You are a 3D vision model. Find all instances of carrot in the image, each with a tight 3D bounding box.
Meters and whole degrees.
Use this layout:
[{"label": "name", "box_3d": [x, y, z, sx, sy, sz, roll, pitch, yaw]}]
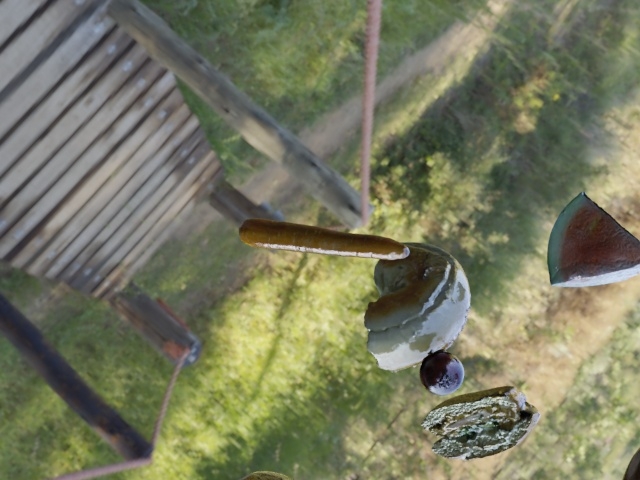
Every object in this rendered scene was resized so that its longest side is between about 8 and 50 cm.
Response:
[{"label": "carrot", "box_3d": [0.000, 0.000, 1.134, 0.043, 0.248, 0.043, 6, 90, -70]}]

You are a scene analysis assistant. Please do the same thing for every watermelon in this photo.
[{"label": "watermelon", "box_3d": [0.558, 0.002, 1.646, 0.136, 0.202, 0.207, -31, 119, -55]}]

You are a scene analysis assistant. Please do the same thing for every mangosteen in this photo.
[{"label": "mangosteen", "box_3d": [0.213, 0.234, 1.483, 0.081, 0.081, 0.081, -47, 167, -15]}]

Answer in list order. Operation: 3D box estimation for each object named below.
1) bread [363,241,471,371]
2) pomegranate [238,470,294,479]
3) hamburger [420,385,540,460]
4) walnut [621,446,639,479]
[{"label": "bread", "box_3d": [0.200, 0.118, 1.639, 0.192, 0.171, 0.314, -18, -150, 17]}, {"label": "pomegranate", "box_3d": [-0.124, 0.613, 1.769, 0.260, 0.260, 0.260, -47, 167, -15]}, {"label": "hamburger", "box_3d": [0.385, 0.411, 1.923, 0.283, 0.144, 0.156, -25, 171, 38]}, {"label": "walnut", "box_3d": [0.549, 0.444, 1.272, 0.209, 0.209, 0.336, 43, 67, -77]}]
